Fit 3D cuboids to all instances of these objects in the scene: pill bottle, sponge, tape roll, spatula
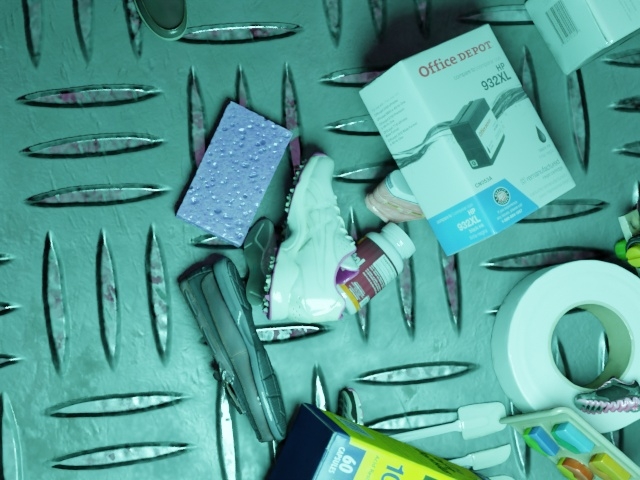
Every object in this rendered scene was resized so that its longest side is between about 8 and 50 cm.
[{"bbox_3d":[0.078,0.043,1.834,0.152,0.086,0.086,-41,92,-11],"label":"pill bottle"},{"bbox_3d":[-0.140,-0.108,1.842,0.117,0.031,0.210,25,80,-6],"label":"sponge"},{"bbox_3d":[0.431,0.177,1.871,0.286,0.100,0.286,1,83,-9],"label":"tape roll"},{"bbox_3d":[0.202,0.367,1.858,0.242,0.019,0.168,-10,91,-9],"label":"spatula"}]

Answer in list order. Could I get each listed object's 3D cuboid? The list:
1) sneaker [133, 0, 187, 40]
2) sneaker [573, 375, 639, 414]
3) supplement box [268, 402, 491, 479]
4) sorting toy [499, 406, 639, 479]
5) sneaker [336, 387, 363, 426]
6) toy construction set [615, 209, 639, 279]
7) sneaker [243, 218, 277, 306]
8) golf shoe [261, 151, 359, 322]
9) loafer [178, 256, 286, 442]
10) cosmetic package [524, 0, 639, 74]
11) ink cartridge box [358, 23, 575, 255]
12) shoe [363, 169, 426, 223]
[{"bbox_3d":[-0.267,-0.436,1.811,0.083,0.118,0.222,-16,87,-10],"label":"sneaker"},{"bbox_3d":[0.458,0.244,1.800,0.119,0.047,0.057,1,62,-10],"label":"sneaker"},{"bbox_3d":[0.111,0.413,1.707,0.356,0.195,0.194,24,89,-16],"label":"supplement box"},{"bbox_3d":[0.404,0.338,1.796,0.208,0.193,0.038,36,67,-8],"label":"sorting toy"},{"bbox_3d":[0.021,0.319,1.807,0.074,0.063,0.170,10,87,-14],"label":"sneaker"},{"bbox_3d":[0.648,0.006,1.903,0.309,0.237,0.257,47,48,-19],"label":"toy construction set"},{"bbox_3d":[-0.088,0.040,1.829,0.061,0.053,0.152,24,59,-48],"label":"sneaker"},{"bbox_3d":[0.000,0.000,1.782,0.140,0.115,0.306,12,62,3],"label":"golf shoe"},{"bbox_3d":[-0.138,0.181,1.789,0.095,0.109,0.302,-20,81,9],"label":"loafer"},{"bbox_3d":[0.563,-0.452,1.900,0.385,0.217,0.156,-29,89,-9],"label":"cosmetic package"},{"bbox_3d":[0.238,-0.165,1.823,0.223,0.129,0.307,-28,89,-35],"label":"ink cartridge box"},{"bbox_3d":[0.159,-0.061,1.874,0.178,0.081,0.063,16,53,-34],"label":"shoe"}]
